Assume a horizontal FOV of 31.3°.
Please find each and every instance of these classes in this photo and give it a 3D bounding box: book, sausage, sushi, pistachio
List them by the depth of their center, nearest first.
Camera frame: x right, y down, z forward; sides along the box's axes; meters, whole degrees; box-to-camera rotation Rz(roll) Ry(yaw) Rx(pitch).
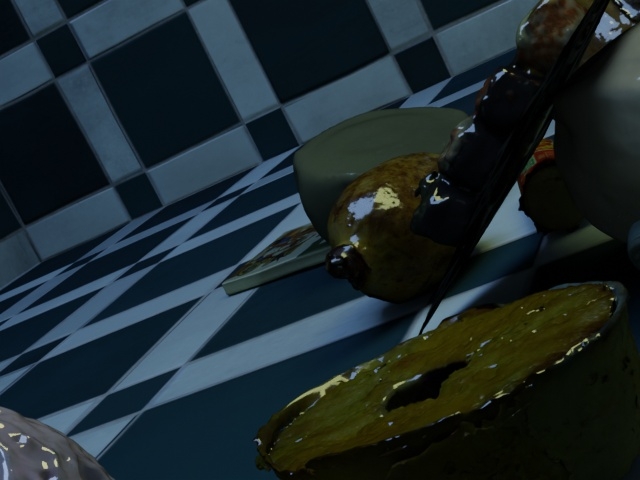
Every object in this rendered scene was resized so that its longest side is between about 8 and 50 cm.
[{"bbox_3d":[0.316,-0.088,0.923,0.208,0.226,0.332,-68,17,-5],"label":"pistachio"},{"bbox_3d":[0.156,-0.105,1.025,0.320,0.069,0.339,-55,-11,-29],"label":"sushi"},{"bbox_3d":[0.260,-0.071,1.310,0.083,0.083,0.264,-25,9,11],"label":"sausage"},{"bbox_3d":[0.000,0.000,1.728,0.264,0.027,0.202,-19,12,36],"label":"book"}]

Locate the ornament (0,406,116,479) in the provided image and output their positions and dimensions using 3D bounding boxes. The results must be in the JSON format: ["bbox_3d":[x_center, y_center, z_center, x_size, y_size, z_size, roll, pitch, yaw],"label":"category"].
[{"bbox_3d":[-0.214,0.213,0.603,0.259,0.259,0.225,-21,53,27],"label":"ornament"}]

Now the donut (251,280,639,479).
[{"bbox_3d":[0.087,0.121,0.721,0.272,0.107,0.272,-24,5,2],"label":"donut"}]

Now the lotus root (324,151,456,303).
[{"bbox_3d":[0.086,-0.013,1.242,0.128,0.145,0.260,-47,-8,38],"label":"lotus root"}]

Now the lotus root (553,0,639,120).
[{"bbox_3d":[0.395,-0.222,1.308,0.272,0.272,0.192,-28,20,-6],"label":"lotus root"}]

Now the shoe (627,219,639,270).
[{"bbox_3d":[0.306,0.018,0.807,0.195,0.079,0.078,-3,63,43],"label":"shoe"}]

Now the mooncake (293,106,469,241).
[{"bbox_3d":[0.097,-0.085,1.542,0.275,0.135,0.275,-15,21,6],"label":"mooncake"}]
